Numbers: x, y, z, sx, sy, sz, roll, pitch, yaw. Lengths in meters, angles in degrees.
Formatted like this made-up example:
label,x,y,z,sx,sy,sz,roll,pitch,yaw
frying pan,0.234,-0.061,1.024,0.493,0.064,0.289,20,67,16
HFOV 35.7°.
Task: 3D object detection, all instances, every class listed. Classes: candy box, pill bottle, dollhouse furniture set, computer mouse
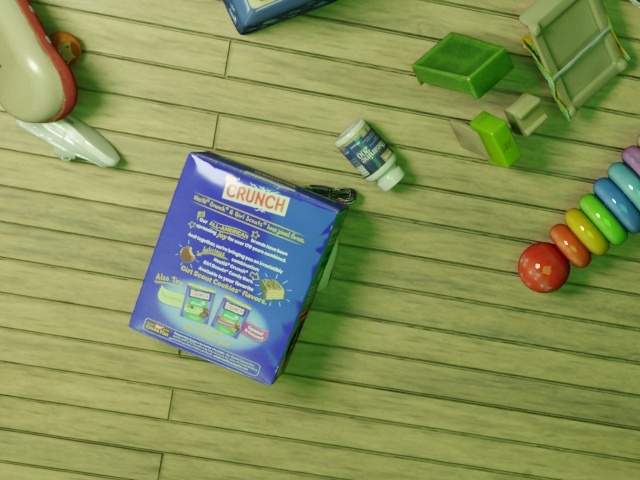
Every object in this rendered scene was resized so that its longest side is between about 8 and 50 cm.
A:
label,x,y,z,sx,sy,sz,roll,pitch,yaw
candy box,-0.136,0.041,1.663,0.268,0.122,0.317,22,101,5
pill bottle,0.086,-0.142,1.682,0.067,0.067,0.120,-42,101,6
dollhouse furniture set,0.340,-0.294,1.667,0.301,0.151,0.197,-41,123,-12
computer mouse,0.000,0.000,1.721,0.106,0.042,0.193,5,101,-5

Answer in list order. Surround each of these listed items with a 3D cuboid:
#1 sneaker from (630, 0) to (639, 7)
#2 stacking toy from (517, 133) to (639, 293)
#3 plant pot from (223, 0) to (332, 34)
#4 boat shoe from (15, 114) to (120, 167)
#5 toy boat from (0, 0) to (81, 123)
label,x,y,z,sx,sy,sz,roll,pitch,yaw
sneaker,0.636,-0.457,1.601,0.268,0.153,0.101,-28,102,3
stacking toy,0.475,-0.035,1.706,0.330,0.141,0.141,-40,101,12
plant pot,-0.066,-0.461,1.534,0.236,0.212,0.236,-22,103,2
boat shoe,-0.423,-0.167,1.654,0.184,0.066,0.063,32,109,-10
toy boat,-0.451,-0.299,1.590,0.151,0.151,0.231,-44,72,44
